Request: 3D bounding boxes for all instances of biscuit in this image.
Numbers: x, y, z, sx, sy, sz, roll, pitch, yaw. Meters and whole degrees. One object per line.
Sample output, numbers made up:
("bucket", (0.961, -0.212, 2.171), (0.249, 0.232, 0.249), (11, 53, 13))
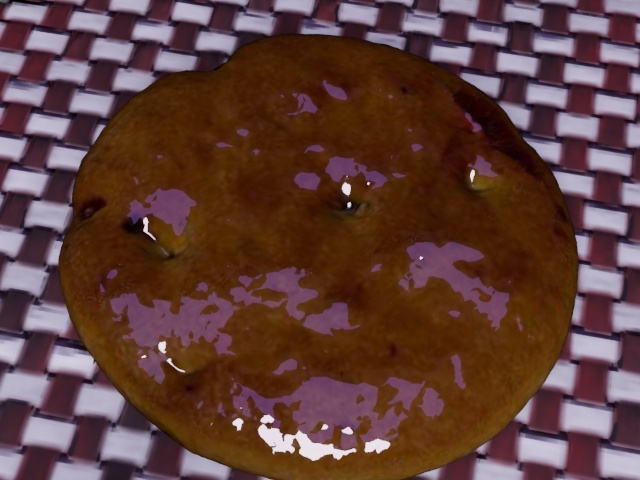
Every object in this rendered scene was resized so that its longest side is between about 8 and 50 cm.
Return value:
("biscuit", (0.000, 0.000, 0.474), (0.212, 0.036, 0.212), (0, 60, -1))

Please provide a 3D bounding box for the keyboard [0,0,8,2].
("keyboard", (-0.181, -0.210, 0.607), (0.094, 0.025, 0.230), (-28, 63, -18))
